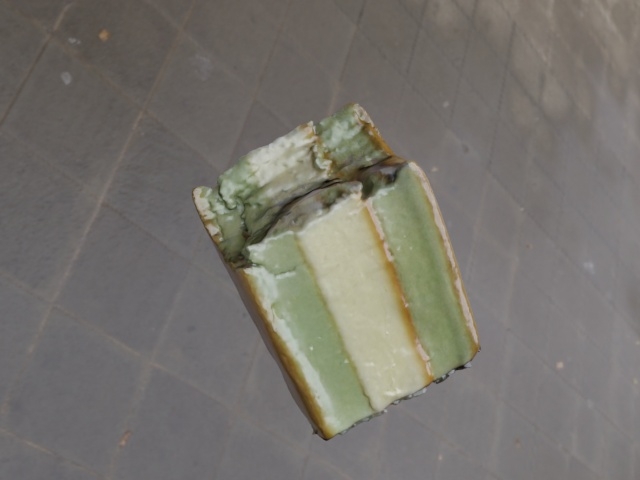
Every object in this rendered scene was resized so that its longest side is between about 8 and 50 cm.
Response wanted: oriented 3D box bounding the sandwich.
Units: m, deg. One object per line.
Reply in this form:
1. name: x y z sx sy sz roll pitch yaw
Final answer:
1. sandwich: -0.001 0.000 0.667 0.155 0.227 0.198 -27 117 -7
